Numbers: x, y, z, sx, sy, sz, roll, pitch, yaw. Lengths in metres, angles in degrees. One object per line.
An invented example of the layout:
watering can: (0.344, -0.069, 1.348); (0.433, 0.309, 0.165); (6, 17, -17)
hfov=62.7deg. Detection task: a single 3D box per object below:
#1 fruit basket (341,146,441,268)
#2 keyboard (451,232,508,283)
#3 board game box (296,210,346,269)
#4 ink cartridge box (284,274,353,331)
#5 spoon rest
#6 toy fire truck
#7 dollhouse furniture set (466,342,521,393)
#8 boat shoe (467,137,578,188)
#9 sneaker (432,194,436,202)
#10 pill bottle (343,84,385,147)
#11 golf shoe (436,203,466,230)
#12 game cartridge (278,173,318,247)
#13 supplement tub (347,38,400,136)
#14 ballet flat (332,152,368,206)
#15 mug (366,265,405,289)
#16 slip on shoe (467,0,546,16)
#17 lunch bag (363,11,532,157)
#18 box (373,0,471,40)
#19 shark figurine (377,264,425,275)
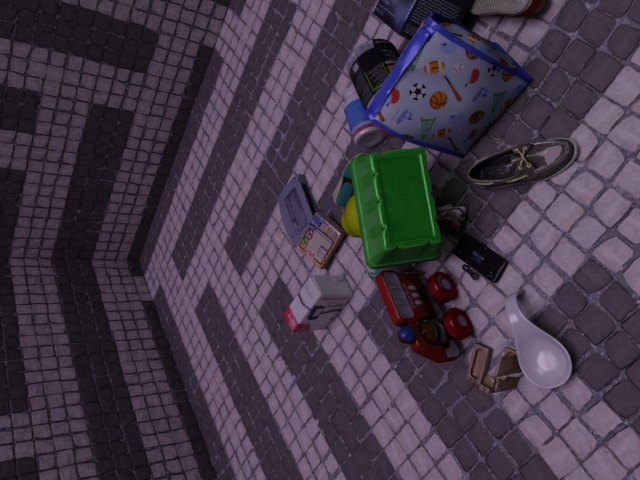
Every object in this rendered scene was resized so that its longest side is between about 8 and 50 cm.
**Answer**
fruit basket: (0.215, -0.096, 1.672); (0.392, 0.283, 0.392); (172, 90, -86)
keyboard: (0.479, 0.063, 1.605); (0.180, 0.023, 0.108); (44, 114, 45)
board game box: (0.000, 0.000, 2.146); (0.147, 0.045, 0.193); (41, 121, 19)
ink cartridge box: (-0.008, 0.249, 2.074); (0.237, 0.172, 0.100); (-55, 49, 33)
spoon rest: (0.572, 0.263, 1.421); (0.137, 0.084, 0.276); (-41, 56, 35)
toy fire truck: (0.306, 0.233, 1.620); (0.169, 0.254, 0.302); (-43, 56, 41)
dollhouse furniture set: (0.473, 0.367, 1.507); (0.151, 0.123, 0.144); (22, 104, 50)
boat shoe: (0.557, -0.213, 1.473); (0.305, 0.091, 0.109); (-16, 75, 50)
sneaker: (0.329, -0.141, 1.789); (0.166, 0.065, 0.076); (50, 141, 45)
pill bottle: (0.157, -0.469, 1.964); (0.124, 0.124, 0.221); (-37, 60, 43)
golf shoe: (0.396, -0.076, 1.698); (0.086, 0.067, 0.186); (-55, 27, -18)
game cartridge: (-0.096, -0.121, 2.309); (0.196, 0.060, 0.294); (-43, 55, 37)
supplement tub: (0.227, -0.527, 1.827); (0.193, 0.193, 0.316); (-44, 54, 40)
ballet flat: (0.113, -0.247, 2.046); (0.086, 0.086, 0.248); (54, 128, 38)
mug: (0.229, 0.101, 1.851); (0.129, 0.097, 0.158); (-48, 52, 38)
slip on shoe: (0.531, -0.715, 1.546); (0.331, 0.101, 0.123); (-127, 47, -56)
lunch bag: (0.346, -0.449, 1.521); (0.328, 0.385, 0.239); (-55, 49, 34)
box: (0.338, -0.793, 1.660); (0.294, 0.182, 0.296); (-61, 26, 26)
shark figurine: (0.287, 0.011, 1.775); (0.116, 0.166, 0.278); (103, 177, -54)
